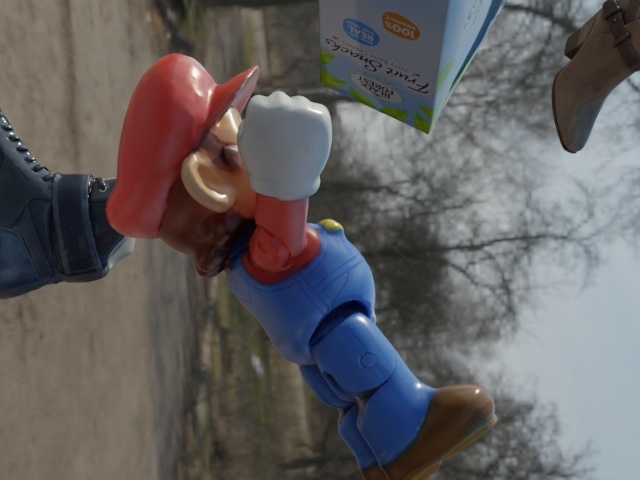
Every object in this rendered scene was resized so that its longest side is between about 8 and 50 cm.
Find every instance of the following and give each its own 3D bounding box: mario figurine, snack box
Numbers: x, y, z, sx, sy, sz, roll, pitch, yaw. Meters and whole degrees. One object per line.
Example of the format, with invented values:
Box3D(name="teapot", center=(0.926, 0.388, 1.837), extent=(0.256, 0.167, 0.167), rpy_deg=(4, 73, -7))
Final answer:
Box3D(name="mario figurine", center=(0.000, 0.000, 0.732), extent=(0.320, 0.198, 0.170), rpy_deg=(52, 38, 2))
Box3D(name="snack box", center=(0.066, -0.173, 0.481), extent=(0.174, 0.070, 0.207), rpy_deg=(-59, 168, -19))

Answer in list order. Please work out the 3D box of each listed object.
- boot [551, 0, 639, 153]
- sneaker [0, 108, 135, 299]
Box3D(name="boot", center=(0.225, -0.133, 0.854), extent=(0.087, 0.042, 0.118), rpy_deg=(-17, -117, 54))
Box3D(name="sneaker", center=(-0.243, -0.065, 0.984), extent=(0.086, 0.163, 0.226), rpy_deg=(89, -11, -78))
